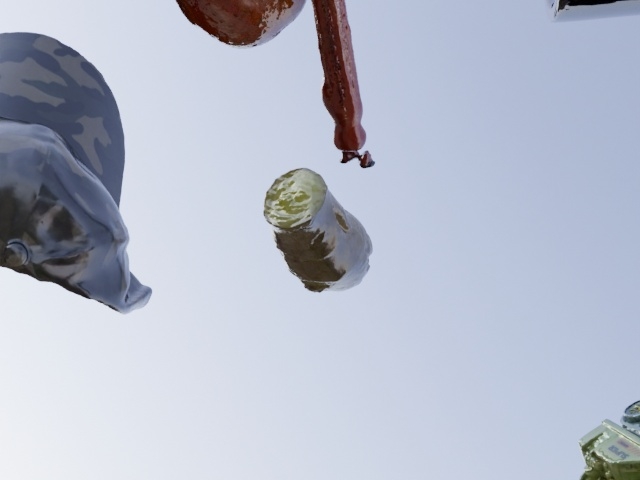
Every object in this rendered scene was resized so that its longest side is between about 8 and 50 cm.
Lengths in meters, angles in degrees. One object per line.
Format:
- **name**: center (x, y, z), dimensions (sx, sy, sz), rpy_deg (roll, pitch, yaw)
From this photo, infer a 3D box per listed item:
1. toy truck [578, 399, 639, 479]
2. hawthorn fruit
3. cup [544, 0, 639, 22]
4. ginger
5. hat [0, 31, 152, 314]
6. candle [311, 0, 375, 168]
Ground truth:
- **toy truck**: center (0.262, 0.194, 0.739), dimensions (0.085, 0.116, 0.191), rpy_deg (64, -7, -6)
- **hawthorn fruit**: center (-0.071, -0.223, 0.783), dimensions (0.128, 0.128, 0.128), rpy_deg (27, -34, 21)
- **cup**: center (0.202, -0.229, 0.454), dimensions (0.177, 0.166, 0.239), rpy_deg (1, -83, 9)
- **ginger**: center (0.000, 0.000, 1.276), dimensions (0.109, 0.116, 0.263), rpy_deg (67, 7, 28)
- **hat**: center (-0.326, -0.111, 1.096), dimensions (0.366, 0.381, 0.257), rpy_deg (23, -27, -28)
- **candle**: center (0.017, -0.238, 1.190), dimensions (0.048, 0.051, 0.329), rpy_deg (41, -31, 52)
